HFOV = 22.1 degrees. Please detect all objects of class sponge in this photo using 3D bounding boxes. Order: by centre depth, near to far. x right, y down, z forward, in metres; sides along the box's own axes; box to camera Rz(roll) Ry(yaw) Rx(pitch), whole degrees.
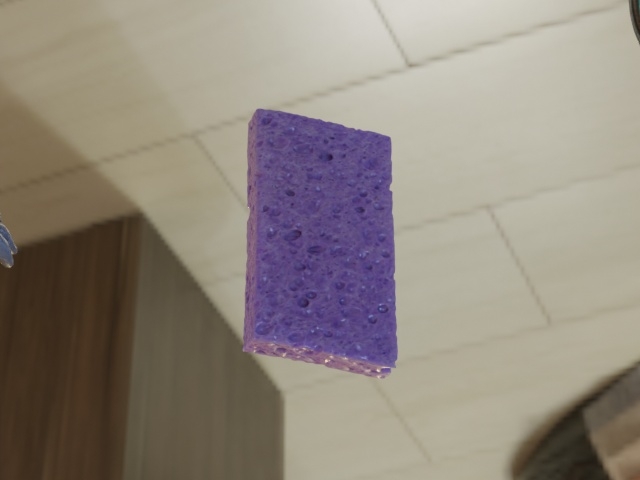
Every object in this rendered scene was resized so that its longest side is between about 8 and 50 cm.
[{"bbox_3d":[0.000,0.000,1.272,0.117,0.210,0.031,11,149,-19],"label":"sponge"}]

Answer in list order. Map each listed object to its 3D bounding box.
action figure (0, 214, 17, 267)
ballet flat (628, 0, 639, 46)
[{"bbox_3d":[-0.334,0.000,0.696,0.370,0.248,0.275,-18,156,-1],"label":"action figure"},{"bbox_3d":[0.257,-0.114,1.152,0.072,0.213,0.068,-2,141,-12],"label":"ballet flat"}]
